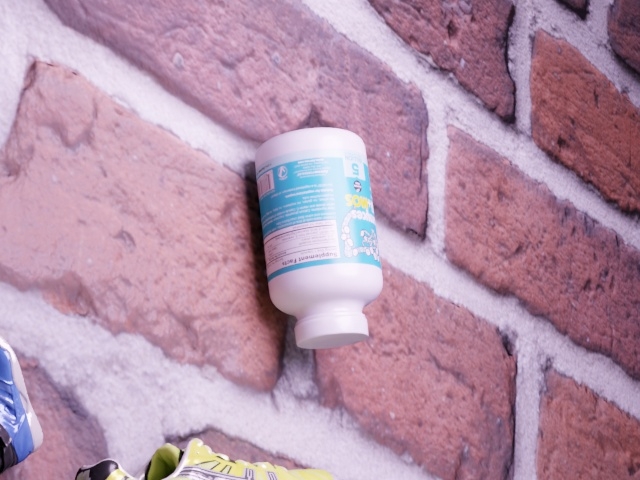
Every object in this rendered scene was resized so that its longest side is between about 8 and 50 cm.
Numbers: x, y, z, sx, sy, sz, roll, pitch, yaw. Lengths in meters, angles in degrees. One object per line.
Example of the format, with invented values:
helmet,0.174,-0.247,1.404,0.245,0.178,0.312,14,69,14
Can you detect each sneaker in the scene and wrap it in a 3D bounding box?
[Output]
sneaker,-0.108,0.285,1.547,0.384,0.145,0.147,-3,78,-52
sneaker,-0.336,0.158,1.390,0.084,0.058,0.152,-39,112,-59

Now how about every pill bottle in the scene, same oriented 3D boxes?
pill bottle,0.000,0.000,1.790,0.146,0.146,0.264,9,69,-48
